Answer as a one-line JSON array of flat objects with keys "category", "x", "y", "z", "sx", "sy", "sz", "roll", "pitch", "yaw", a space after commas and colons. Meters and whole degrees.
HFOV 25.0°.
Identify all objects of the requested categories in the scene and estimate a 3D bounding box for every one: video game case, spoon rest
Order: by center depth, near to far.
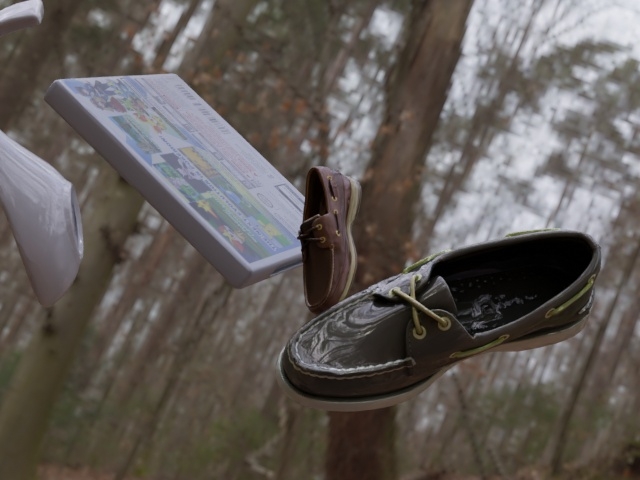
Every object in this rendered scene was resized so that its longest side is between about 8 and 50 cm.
[{"category": "spoon rest", "x": -0.266, "y": -0.071, "z": 1.283, "sx": 0.084, "sy": 0.276, "sz": 0.137, "roll": -6, "pitch": 23, "yaw": -3}, {"category": "video game case", "x": -0.144, "y": -0.083, "z": 1.770, "sx": 0.329, "sy": 0.036, "sz": 0.300, "roll": 44, "pitch": 21, "yaw": 11}]

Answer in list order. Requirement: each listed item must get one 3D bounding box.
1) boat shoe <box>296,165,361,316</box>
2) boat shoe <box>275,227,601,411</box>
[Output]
[{"category": "boat shoe", "x": 0.000, "y": 0.000, "z": 1.558, "sx": 0.060, "sy": 0.178, "sz": 0.064, "roll": 30, "pitch": -38, "yaw": -35}, {"category": "boat shoe", "x": 0.105, "y": 0.061, "z": 1.254, "sx": 0.305, "sy": 0.109, "sz": 0.091, "roll": -16, "pitch": -33, "yaw": -17}]
